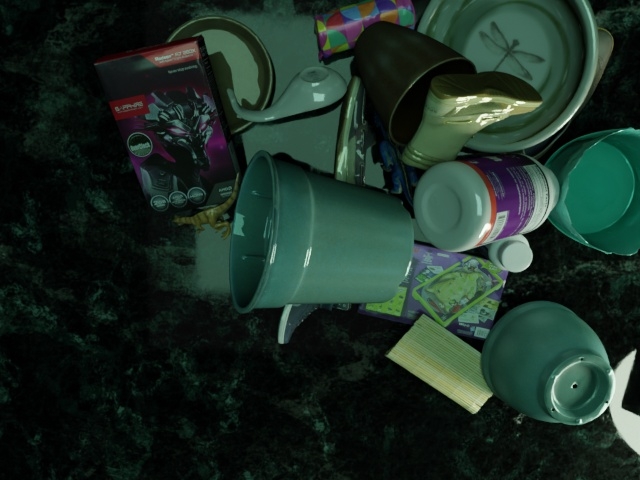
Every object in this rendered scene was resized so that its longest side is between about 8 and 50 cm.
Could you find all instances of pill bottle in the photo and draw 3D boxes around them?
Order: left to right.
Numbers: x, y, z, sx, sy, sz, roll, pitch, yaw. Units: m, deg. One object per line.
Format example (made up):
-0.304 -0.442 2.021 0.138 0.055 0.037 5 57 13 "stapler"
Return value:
0.363 -0.089 1.083 0.322 0.181 0.182 -12 101 -35 "pill bottle"
0.437 0.016 1.211 0.094 0.169 0.094 0 105 1 "pill bottle"

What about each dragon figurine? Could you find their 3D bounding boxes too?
0.183 -0.189 1.170 0.085 0.289 0.144 -14 142 5 "dragon figurine"

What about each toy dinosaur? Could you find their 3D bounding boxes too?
-0.248 -0.060 1.193 0.211 0.064 0.112 -24 134 15 "toy dinosaur"

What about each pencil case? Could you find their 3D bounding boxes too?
0.097 -0.497 1.175 0.236 0.104 0.105 -15 99 5 "pencil case"

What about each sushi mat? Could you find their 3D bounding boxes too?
0.333 0.323 1.316 0.316 0.019 0.151 35 102 -13 "sushi mat"

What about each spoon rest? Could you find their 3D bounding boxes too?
-0.073 -0.336 1.181 0.276 0.137 0.084 -15 140 -9 "spoon rest"

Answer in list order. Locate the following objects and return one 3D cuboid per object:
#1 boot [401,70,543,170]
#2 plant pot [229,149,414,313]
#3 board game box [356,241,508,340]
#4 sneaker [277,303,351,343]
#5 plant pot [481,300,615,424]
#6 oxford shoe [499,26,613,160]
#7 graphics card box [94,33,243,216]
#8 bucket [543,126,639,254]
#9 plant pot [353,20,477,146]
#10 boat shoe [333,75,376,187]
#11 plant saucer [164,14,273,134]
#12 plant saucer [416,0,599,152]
0.309 -0.238 1.057 0.261 0.095 0.204 -8 143 -23 "boot"
0.000 0.000 1.126 0.333 0.341 0.342 7 100 -23 "plant pot"
0.283 0.118 1.297 0.346 0.056 0.208 13 103 -1 "board game box"
-0.012 0.178 1.290 0.163 0.086 0.226 20 98 0 "sneaker"
0.569 0.315 1.228 0.292 0.196 0.294 -2 102 -8 "plant pot"
0.564 -0.327 1.174 0.129 0.133 0.364 31 98 -4 "oxford shoe"
-0.331 -0.253 1.173 0.232 0.094 0.371 -11 117 2 "graphics card box"
0.661 -0.117 1.183 0.280 0.183 0.282 0 99 1 "bucket"
0.174 -0.359 1.091 0.215 0.215 0.230 -38 62 6 "plant pot"
0.087 -0.241 1.217 0.092 0.103 0.286 6 103 -5 "boat shoe"
-0.251 -0.390 1.224 0.277 0.041 0.278 0 99 0 "plant saucer"
0.398 -0.398 1.118 0.400 0.100 0.401 20 123 34 "plant saucer"
